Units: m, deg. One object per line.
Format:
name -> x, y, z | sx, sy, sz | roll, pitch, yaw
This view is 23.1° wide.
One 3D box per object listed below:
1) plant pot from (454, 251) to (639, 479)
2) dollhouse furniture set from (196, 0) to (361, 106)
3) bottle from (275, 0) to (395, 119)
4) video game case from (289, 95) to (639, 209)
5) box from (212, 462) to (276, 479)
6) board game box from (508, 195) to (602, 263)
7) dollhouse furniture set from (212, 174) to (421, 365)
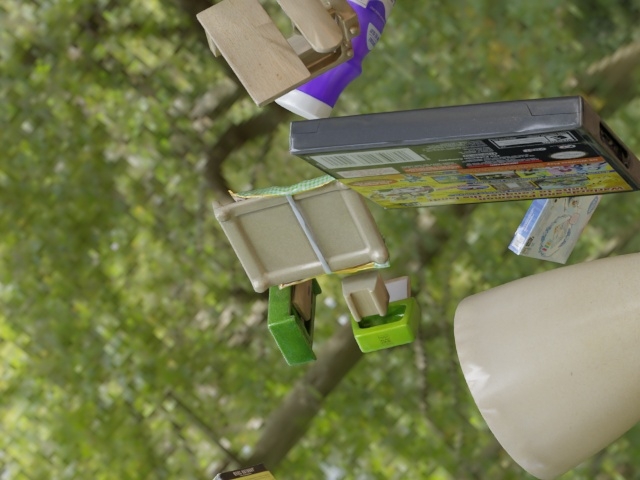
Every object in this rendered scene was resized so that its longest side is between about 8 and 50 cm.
plant pot -> 0.349, 0.124, 1.941 | 0.256, 0.274, 0.256 | 43, -150, -32
dollhouse furniture set -> -0.017, -0.166, 1.525 | 0.123, 0.144, 0.151 | 56, 170, 29
bottle -> 0.034, -0.275, 1.813 | 0.092, 0.283, 0.118 | 24, 178, 15
video game case -> 0.144, -0.079, 1.486 | 0.248, 0.274, 0.035 | 26, -118, -64
box -> -0.042, 0.370, 1.838 | 0.232, 0.058, 0.087 | 48, -151, 24
board game box -> 0.256, -0.022, 1.710 | 0.090, 0.090, 0.020 | 11, -159, -46
dollhouse furniture set -> 0.000, 0.000, 2.090 | 0.151, 0.197, 0.302 | -85, -24, -49
